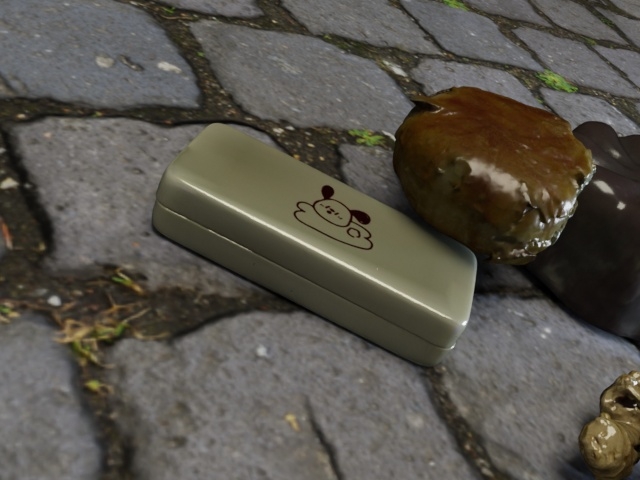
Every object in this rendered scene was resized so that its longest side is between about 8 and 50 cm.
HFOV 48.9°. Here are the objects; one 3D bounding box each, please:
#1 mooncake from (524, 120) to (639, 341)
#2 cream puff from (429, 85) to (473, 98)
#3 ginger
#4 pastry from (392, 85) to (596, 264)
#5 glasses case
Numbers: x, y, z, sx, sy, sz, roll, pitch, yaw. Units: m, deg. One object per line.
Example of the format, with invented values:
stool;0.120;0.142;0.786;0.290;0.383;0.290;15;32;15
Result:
mooncake;0.386;-0.024;0.898;0.306;0.154;0.306;17;35;-12
cream puff;0.184;-0.111;0.886;0.150;0.165;0.115;-16;7;3
ginger;0.323;0.163;0.699;0.288;0.075;0.089;-17;91;-44
pastry;0.186;-0.073;0.741;0.218;0.100;0.229;7;41;-10
glasses case;0.000;0.000;0.693;0.312;0.070;0.131;27;36;0
